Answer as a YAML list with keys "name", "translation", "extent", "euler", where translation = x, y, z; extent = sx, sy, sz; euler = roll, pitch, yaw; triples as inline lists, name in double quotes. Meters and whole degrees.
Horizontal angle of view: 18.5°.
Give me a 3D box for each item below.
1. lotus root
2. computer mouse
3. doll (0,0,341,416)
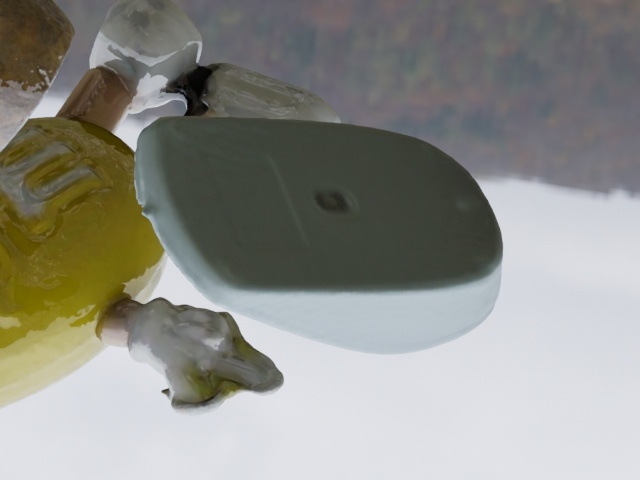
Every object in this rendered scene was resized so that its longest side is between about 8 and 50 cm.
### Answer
- name: "lotus root"
  translation: [-0.215, -0.110, 1.233]
  extent: [0.081, 0.122, 0.112]
  euler: [34, -177, -20]
- name: "computer mouse"
  translation: [0.000, 0.000, 1.042]
  extent: [0.231, 0.079, 0.128]
  euler: [6, -134, -34]
- name: "doll"
  translation: [-0.174, -0.009, 1.423]
  extent: [0.348, 0.161, 0.423]
  euler: [3, -132, 10]
